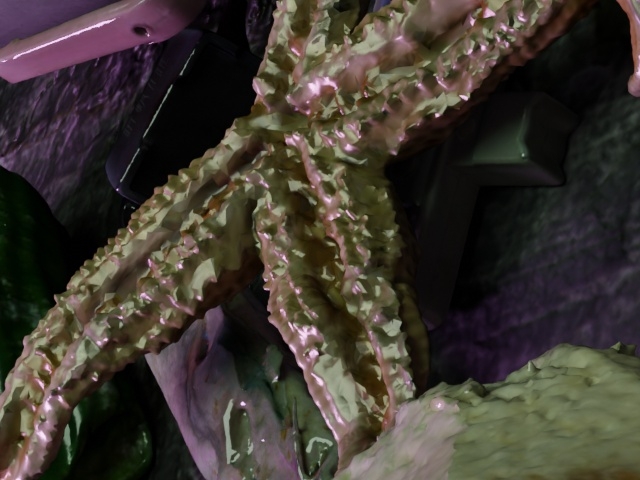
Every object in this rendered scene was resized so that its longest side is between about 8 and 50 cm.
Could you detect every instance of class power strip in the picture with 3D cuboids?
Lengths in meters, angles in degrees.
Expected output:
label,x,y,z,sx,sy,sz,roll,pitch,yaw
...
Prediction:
label,x,y,z,sx,sy,sz,roll,pitch,yaw
power strip,0.077,-0.053,1.106,0.145,0.061,0.215,2,71,45

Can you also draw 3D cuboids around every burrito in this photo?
label,x,y,z,sx,sy,sz,roll,pitch,yaw
burrito,-0.041,0.097,1.149,0.096,0.066,0.309,-58,33,14

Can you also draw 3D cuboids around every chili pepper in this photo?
label,x,y,z,sx,sy,sz,roll,pitch,yaw
chili pepper,-0.240,0.110,1.307,0.213,0.167,0.385,-43,42,31

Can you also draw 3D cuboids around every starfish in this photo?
label,x,y,z,sx,sy,sz,roll,pitch,yaw
starfish,0.000,0.000,1.043,0.324,0.082,0.432,29,86,45

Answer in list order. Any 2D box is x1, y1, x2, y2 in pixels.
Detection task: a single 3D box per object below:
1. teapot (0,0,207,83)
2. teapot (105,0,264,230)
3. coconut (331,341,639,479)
label,x,y,z,sx,sy,sz,roll,pitch,yaw
teapot,-0.144,-0.247,1.338,0.344,0.253,0.300,-13,55,42
teapot,-0.088,-0.079,1.299,0.177,0.087,0.096,-62,31,4
coconut,0.115,0.230,0.630,0.415,0.345,0.415,-32,40,31
